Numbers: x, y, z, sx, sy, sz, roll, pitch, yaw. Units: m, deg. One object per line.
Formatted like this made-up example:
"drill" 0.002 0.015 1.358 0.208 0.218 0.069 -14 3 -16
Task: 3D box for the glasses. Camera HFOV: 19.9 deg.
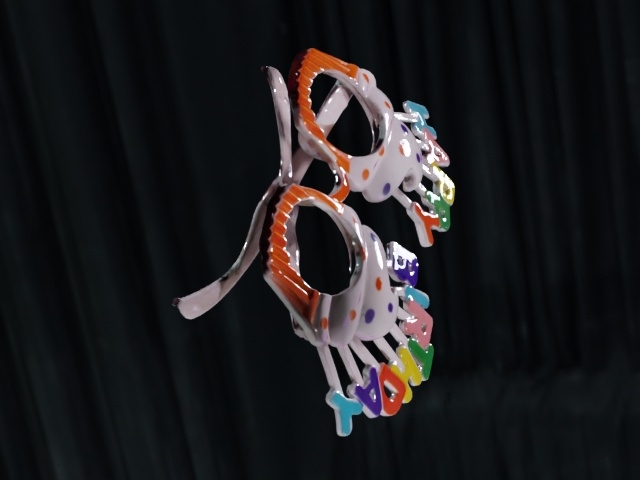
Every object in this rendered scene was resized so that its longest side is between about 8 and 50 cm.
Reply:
"glasses" 0.009 0.001 1.126 0.095 0.162 0.255 -24 44 45
